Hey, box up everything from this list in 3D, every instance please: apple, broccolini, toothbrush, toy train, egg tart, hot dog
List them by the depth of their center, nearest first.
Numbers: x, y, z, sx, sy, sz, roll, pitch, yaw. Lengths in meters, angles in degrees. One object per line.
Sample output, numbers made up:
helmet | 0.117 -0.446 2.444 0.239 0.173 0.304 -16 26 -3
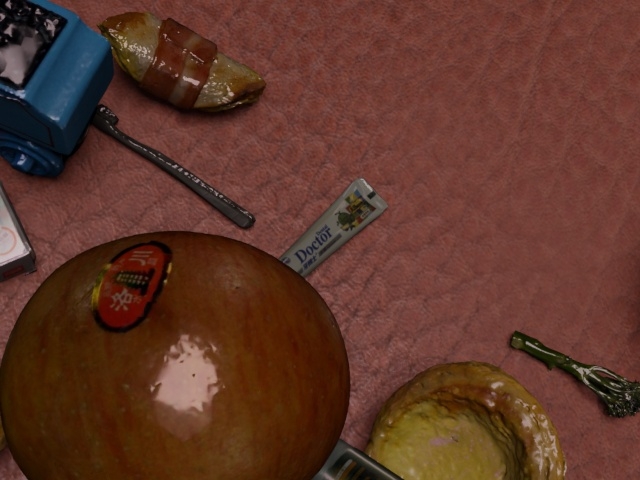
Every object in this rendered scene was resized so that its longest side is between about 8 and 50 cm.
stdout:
apple | -0.170 0.183 1.042 0.400 0.400 0.334 4 58 -10
egg tart | 0.196 0.303 1.184 0.123 0.294 0.294 7 63 -55
toy train | -0.444 -0.231 1.193 0.300 0.265 0.188 23 69 -2
toothbrush | -0.219 -0.109 1.324 0.297 0.030 0.031 35 59 2
broccolini | 0.381 0.203 1.341 0.216 0.058 0.067 23 28 4
hot dog | -0.216 -0.259 1.343 0.261 0.093 0.123 29 59 -17

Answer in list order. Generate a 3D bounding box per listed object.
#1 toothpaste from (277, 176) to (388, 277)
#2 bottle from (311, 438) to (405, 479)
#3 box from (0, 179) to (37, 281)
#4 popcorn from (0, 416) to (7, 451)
toothpaste | 0.000 0.000 1.331 0.067 0.037 0.255 45 66 5
bottle | 0.078 0.335 1.138 0.286 0.082 0.082 27 65 33
box | -0.529 0.025 1.188 0.269 0.079 0.135 -26 79 -18
popcorn | -0.472 0.211 1.108 0.180 0.180 0.170 2 96 -11
